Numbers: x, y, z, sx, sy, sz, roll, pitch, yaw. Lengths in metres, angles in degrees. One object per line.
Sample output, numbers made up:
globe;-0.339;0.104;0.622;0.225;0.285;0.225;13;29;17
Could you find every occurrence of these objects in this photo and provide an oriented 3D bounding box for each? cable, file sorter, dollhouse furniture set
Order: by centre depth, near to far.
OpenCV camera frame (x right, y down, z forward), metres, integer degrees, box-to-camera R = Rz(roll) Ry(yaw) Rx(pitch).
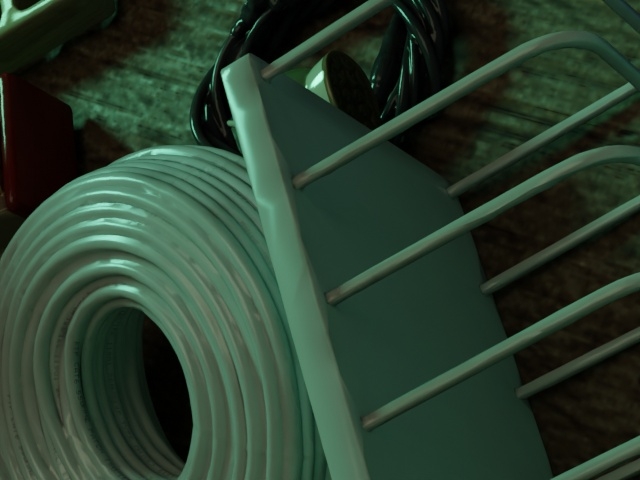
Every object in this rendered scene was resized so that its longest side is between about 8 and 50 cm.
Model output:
file sorter;0.104;0.021;0.891;0.173;0.193;0.277;-31;56;22
cable;-0.081;0.077;1.030;0.257;0.089;0.257;30;117;36
cable;-0.003;-0.091;1.121;0.184;0.047;0.150;-47;56;12
dollhouse furniture set;-0.227;-0.195;1.229;0.152;0.201;0.374;-26;58;28

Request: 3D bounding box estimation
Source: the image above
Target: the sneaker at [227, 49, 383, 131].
sneaker;0.000;0.000;1.046;0.086;0.064;0.192;-18;80;30
